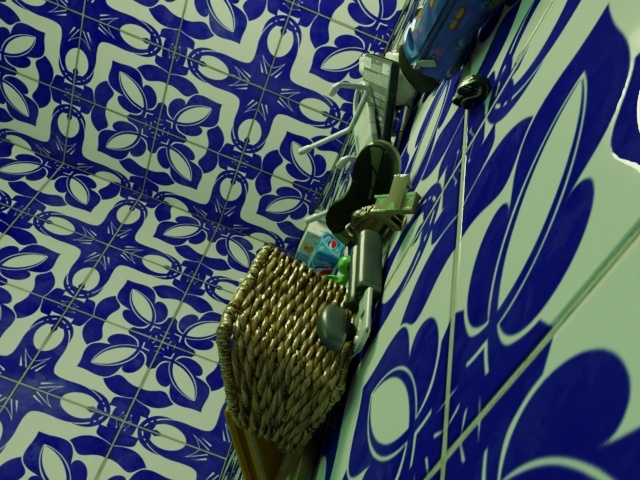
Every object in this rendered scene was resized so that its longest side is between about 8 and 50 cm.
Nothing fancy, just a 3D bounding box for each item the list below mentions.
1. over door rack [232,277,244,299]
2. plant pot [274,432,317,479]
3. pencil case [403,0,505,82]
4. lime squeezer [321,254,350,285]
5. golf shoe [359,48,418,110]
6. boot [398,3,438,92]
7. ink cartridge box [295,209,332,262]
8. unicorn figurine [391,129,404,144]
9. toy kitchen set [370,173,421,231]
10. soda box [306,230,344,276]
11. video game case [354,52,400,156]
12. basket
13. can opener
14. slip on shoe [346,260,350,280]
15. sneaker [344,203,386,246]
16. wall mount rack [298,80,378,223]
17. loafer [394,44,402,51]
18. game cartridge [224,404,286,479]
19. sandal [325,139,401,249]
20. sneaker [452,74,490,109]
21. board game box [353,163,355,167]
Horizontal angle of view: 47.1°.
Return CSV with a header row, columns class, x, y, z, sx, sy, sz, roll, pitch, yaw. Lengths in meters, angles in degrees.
class,x,y,z,sx,sy,sz,roll,pitch,yaw
over door rack,-0.144,0.191,2.230,0.324,0.240,0.108,131,155,-79
plant pot,-0.054,0.432,1.256,0.236,0.032,0.236,-159,90,-86
pencil case,0.221,-0.369,1.174,0.133,0.119,0.306,-52,-1,-18
lime squeezer,0.028,0.055,1.706,0.310,0.110,0.059,-34,-1,20
golf shoe,0.164,-0.397,1.832,0.306,0.115,0.140,-145,64,-70
boot,0.239,-0.399,1.491,0.115,0.112,0.305,-39,-7,-13
ink cartridge box,0.000,0.000,2.228,0.181,0.104,0.061,116,174,-48
unicorn figurine,0.156,-0.282,1.822,0.111,0.060,0.162,62,-176,-59
toy kitchen set,0.144,-0.063,1.235,0.083,0.075,0.068,-2,62,41
soda box,0.008,0.053,2.119,0.210,0.067,0.071,119,171,-63
video game case,0.130,-0.295,1.743,0.196,0.026,0.274,-126,38,-65
basket,-0.078,0.187,1.258,0.213,0.223,0.299,-58,6,30
can opener,0.052,0.079,1.232,0.283,0.095,0.076,-83,15,-53
slip on shoe,0.072,0.057,1.470,0.135,0.041,0.051,124,167,-71
sneaker,0.089,-0.034,1.396,0.066,0.071,0.188,-46,-8,-27
wall mount rack,0.047,-0.201,1.749,0.304,0.130,0.350,118,150,-60
loafer,0.205,-0.454,2.018,0.251,0.087,0.094,118,172,-57
game cartridge,-0.102,0.318,1.472,0.323,0.053,0.285,-75,-20,-54
sandal,0.103,-0.085,1.497,0.086,0.120,0.303,-35,-18,-40
sneaker,0.216,-0.222,1.049,0.109,0.040,0.043,161,133,-84
board game box,0.151,-0.301,2.242,0.181,0.043,0.092,-72,5,-47
